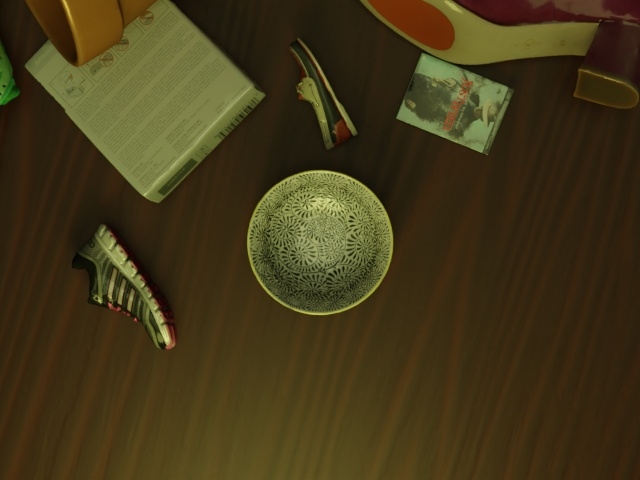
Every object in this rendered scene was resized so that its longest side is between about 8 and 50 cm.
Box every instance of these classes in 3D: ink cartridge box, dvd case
[{"bbox_3d":[-0.210,-0.190,1.846,0.189,0.066,0.232,-45,71,4],"label":"ink cartridge box"},{"bbox_3d":[0.161,-0.164,1.847,0.119,0.013,0.087,22,94,-1],"label":"dvd case"}]

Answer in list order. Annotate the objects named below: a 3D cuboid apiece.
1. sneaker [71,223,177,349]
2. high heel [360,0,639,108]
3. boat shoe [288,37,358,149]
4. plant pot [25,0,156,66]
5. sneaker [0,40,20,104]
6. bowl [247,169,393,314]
[{"bbox_3d":[-0.238,0.067,1.849,0.074,0.063,0.170,-35,88,3],"label":"sneaker"},{"bbox_3d":[0.228,-0.292,1.813,0.377,0.127,0.181,23,66,4],"label":"high heel"},{"bbox_3d":[-0.005,-0.175,1.835,0.043,0.049,0.137,-28,98,5],"label":"boat shoe"},{"bbox_3d":[-0.251,-0.367,1.727,0.203,0.291,0.291,-28,93,-13],"label":"plant pot"},{"bbox_3d":[-0.414,-0.211,1.825,0.123,0.109,0.296,10,95,-18],"label":"sneaker"},{"bbox_3d":[0.000,0.000,1.828,0.170,0.080,0.170,0,94,1],"label":"bowl"}]
